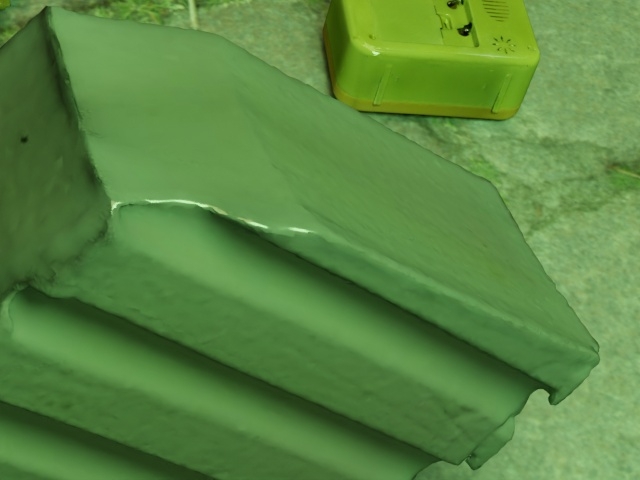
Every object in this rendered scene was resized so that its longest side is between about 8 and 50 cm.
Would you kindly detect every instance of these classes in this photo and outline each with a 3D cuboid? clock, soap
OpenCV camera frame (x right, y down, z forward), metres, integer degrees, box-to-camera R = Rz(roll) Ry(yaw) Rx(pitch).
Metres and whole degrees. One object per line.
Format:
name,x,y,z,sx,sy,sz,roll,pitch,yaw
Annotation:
clock,0.112,-0.202,1.651,0.202,0.096,0.143,2,47,-14
soap,-0.079,0.047,1.133,0.435,0.350,0.213,25,36,-40

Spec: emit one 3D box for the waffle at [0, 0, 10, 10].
waffle,-0.420,-0.319,1.643,0.262,0.060,0.280,13,49,-7
